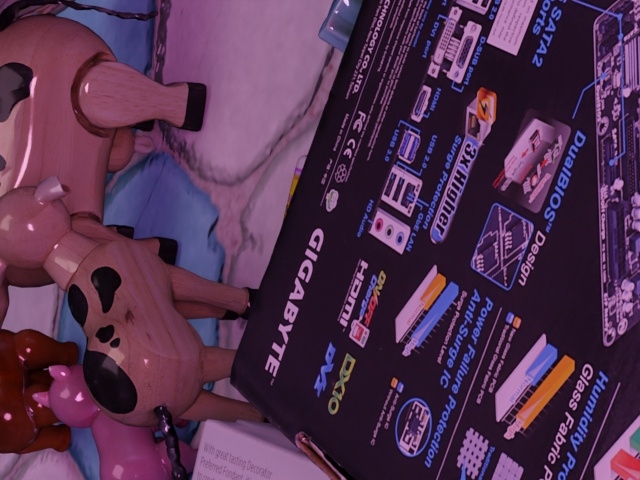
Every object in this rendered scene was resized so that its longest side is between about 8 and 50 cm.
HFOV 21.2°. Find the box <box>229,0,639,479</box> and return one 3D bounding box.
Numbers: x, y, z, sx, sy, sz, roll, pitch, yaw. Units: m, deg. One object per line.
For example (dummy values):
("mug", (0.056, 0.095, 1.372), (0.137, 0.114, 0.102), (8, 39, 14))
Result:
("box", (0.109, -0.030, 0.457), (0.293, 0.073, 0.295), (34, 107, 54))

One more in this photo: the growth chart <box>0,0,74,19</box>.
("growth chart", (-0.175, -0.167, 1.084), (0.172, 0.237, 0.021), (-32, 92, 40))

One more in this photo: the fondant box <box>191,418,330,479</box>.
("fondant box", (0.006, 0.264, 0.751), (0.238, 0.096, 0.330), (11, 89, 57))

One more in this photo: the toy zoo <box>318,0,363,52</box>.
("toy zoo", (0.085, -0.200, 0.731), (0.293, 0.030, 0.192), (-57, 10, 21))

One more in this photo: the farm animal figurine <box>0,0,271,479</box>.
("farm animal figurine", (-0.169, 0.005, 1.031), (0.330, 0.172, 0.326), (-20, 65, 53))

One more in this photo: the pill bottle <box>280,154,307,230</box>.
("pill bottle", (0.000, 0.000, 0.893), (0.043, 0.043, 0.083), (19, 97, 57))
